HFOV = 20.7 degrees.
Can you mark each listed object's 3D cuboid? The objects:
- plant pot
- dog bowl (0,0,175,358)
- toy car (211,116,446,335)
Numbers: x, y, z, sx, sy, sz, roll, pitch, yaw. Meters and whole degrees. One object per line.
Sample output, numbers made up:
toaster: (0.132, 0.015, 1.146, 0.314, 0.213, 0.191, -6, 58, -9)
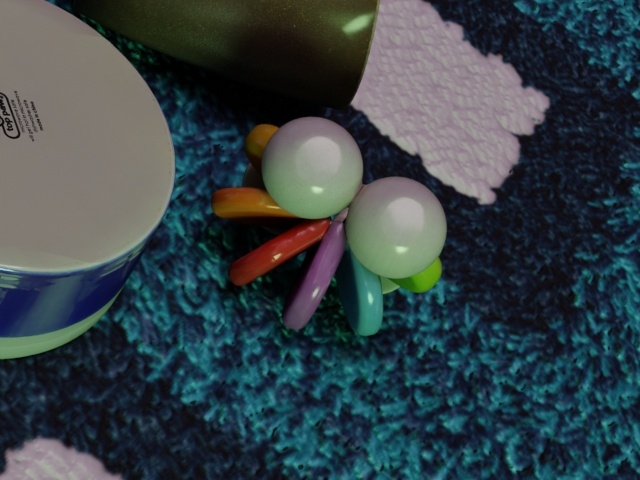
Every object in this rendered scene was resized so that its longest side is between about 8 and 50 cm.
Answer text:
plant pot: (-0.082, -0.225, 1.420, 0.230, 0.215, 0.215, 5, 50, -11)
dog bowl: (-0.239, -0.055, 1.221, 0.265, 0.104, 0.265, 18, 46, -20)
toy car: (0.000, 0.000, 1.323, 0.182, 0.159, 0.136, 35, 77, -3)
